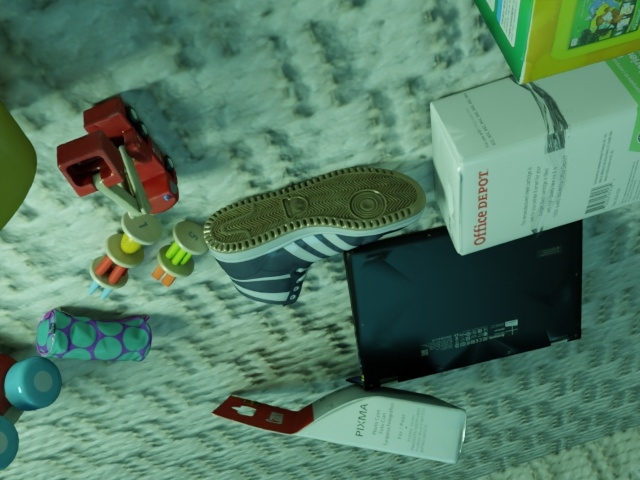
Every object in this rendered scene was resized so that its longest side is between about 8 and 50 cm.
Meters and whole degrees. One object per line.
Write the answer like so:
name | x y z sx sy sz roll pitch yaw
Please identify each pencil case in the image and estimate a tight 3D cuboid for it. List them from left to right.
pencil case | -0.323 0.137 1.040 0.151 0.070 0.064 11 170 -35

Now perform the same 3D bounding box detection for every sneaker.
sneaker | 0.000 0.000 0.956 0.282 0.099 0.153 -12 144 0

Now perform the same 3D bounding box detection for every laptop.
laptop | 0.226 0.109 1.270 0.381 0.236 0.408 -13 116 -7

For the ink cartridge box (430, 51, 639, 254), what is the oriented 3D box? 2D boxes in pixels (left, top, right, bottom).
ink cartridge box | 0.283 -0.111 0.906 0.272 0.115 0.198 -17 145 -1

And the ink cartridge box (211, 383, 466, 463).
ink cartridge box | 0.026 0.280 1.234 0.384 0.091 0.308 12 173 0

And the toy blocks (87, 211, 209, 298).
toy blocks | -0.230 0.032 0.943 0.123 0.054 0.148 14 135 -35

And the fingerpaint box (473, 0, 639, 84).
fingerpaint box | 0.311 -0.366 0.521 0.371 0.163 0.445 -16 149 0

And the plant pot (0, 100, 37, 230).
plant pot | -0.397 -0.096 0.558 0.254 0.254 0.239 -20 129 5

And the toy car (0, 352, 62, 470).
toy car | -0.525 0.191 0.971 0.219 0.210 0.238 -18 118 29

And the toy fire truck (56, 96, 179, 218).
toy fire truck | -0.199 -0.071 0.744 0.047 0.135 0.192 -21 145 6
